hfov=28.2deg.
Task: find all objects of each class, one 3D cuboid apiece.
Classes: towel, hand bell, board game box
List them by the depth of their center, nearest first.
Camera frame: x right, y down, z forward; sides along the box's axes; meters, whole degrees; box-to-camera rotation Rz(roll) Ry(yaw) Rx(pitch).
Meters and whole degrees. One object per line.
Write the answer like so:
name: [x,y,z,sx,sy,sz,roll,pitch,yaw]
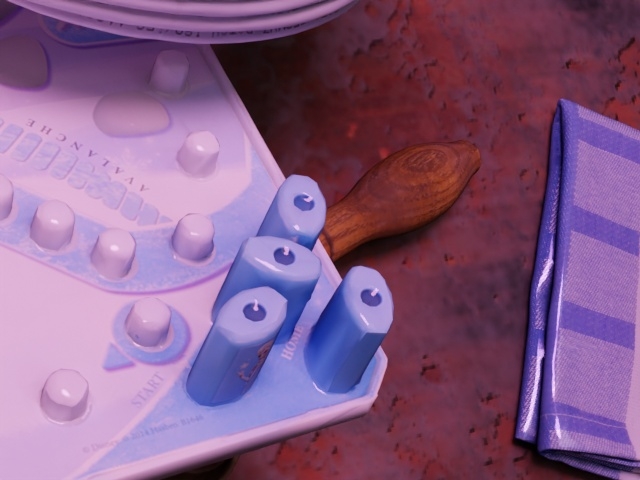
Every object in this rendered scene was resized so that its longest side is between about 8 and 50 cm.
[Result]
board game box: [-0.215,-0.071,0.421,0.390,0.050,0.390,-12,59,-30]
hand bell: [0.000,0.000,0.583,0.242,0.126,0.126,-30,91,-41]
towel: [0.242,0.054,0.716,0.285,0.034,0.209,19,68,-21]

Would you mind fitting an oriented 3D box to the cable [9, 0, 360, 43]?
cable: [-0.069,-0.188,0.485,0.257,0.089,0.257,-5,55,-25]
